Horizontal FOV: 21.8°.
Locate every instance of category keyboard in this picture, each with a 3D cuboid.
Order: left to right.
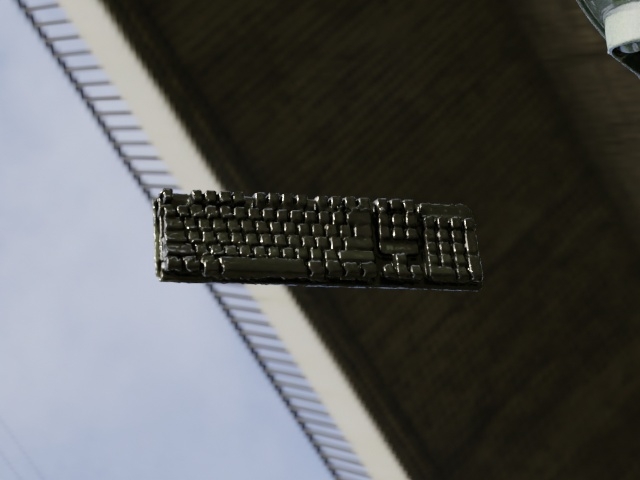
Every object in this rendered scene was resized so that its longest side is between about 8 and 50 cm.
[{"bbox_3d":[0.000,0.000,1.144,0.231,0.023,0.072,2,-125,-13],"label":"keyboard"}]

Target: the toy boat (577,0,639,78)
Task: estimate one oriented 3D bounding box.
[{"bbox_3d":[0.300,-0.182,1.404,0.319,0.141,0.092,41,-116,-33],"label":"toy boat"}]
